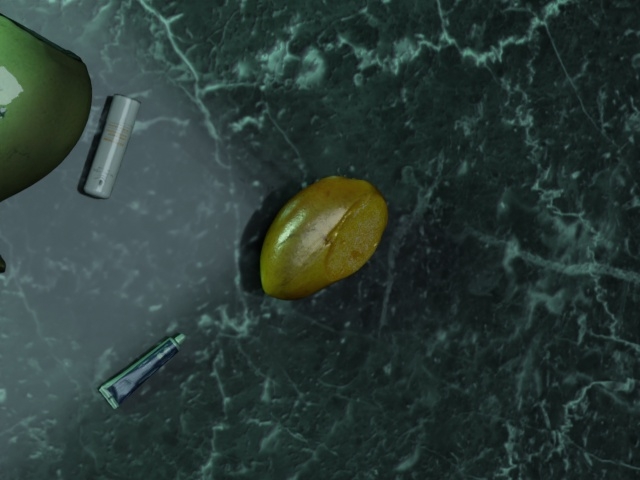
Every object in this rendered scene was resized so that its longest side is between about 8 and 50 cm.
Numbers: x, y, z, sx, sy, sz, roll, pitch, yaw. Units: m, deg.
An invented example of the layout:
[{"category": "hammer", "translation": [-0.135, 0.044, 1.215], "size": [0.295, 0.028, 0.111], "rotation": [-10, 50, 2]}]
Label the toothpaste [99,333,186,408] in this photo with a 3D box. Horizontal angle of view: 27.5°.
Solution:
[{"category": "toothpaste", "translation": [-0.241, 0.175, 1.807], "size": [0.140, 0.021, 0.037], "rotation": [-39, 99, -15]}]

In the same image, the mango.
[{"category": "mango", "translation": [-0.004, -0.002, 1.860], "size": [0.217, 0.102, 0.141], "rotation": [-47, 131, -12]}]

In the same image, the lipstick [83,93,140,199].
[{"category": "lipstick", "translation": [-0.282, -0.126, 1.769], "size": [0.040, 0.040, 0.141], "rotation": [19, 85, -22]}]

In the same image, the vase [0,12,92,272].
[{"category": "vase", "translation": [-0.470, -0.152, 1.616], "size": [0.329, 0.241, 0.302], "rotation": [30, 94, 7]}]
